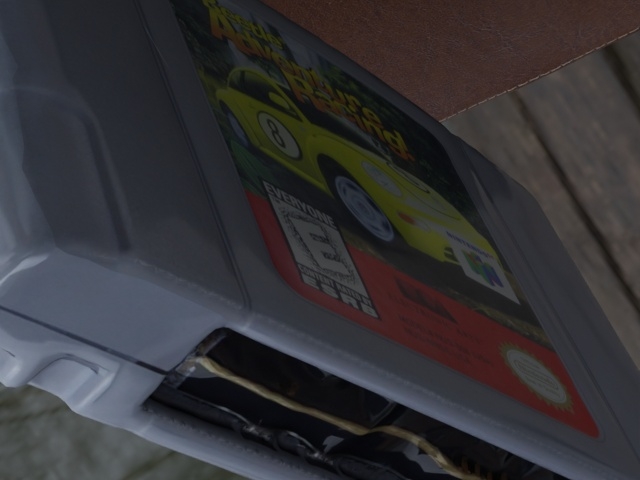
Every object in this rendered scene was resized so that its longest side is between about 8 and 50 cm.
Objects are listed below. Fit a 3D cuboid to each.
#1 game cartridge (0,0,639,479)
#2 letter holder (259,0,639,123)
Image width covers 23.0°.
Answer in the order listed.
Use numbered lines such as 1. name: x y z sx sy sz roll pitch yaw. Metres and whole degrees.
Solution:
1. game cartridge: 0.000 0.000 0.495 0.294 0.060 0.196 27 -156 -39
2. letter holder: 0.045 -0.186 0.718 0.152 0.214 0.302 66 -170 22
